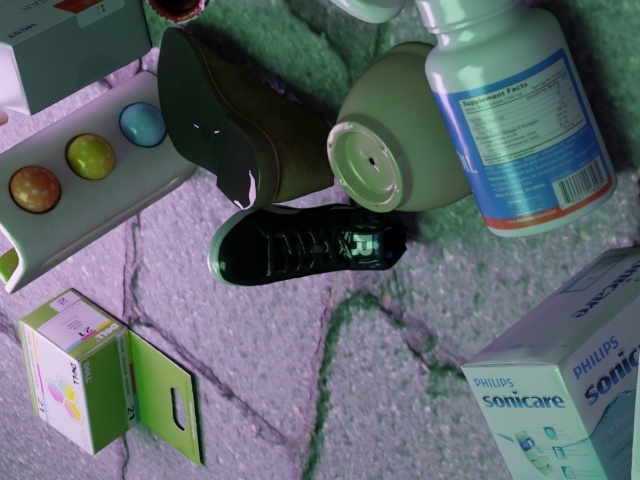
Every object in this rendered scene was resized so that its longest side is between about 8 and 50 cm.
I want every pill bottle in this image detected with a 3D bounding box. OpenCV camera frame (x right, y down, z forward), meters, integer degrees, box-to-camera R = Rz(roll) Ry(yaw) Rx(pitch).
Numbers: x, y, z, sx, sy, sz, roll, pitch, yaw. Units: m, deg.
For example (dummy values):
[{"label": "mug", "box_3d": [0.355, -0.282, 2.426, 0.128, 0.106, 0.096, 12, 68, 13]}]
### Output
[{"label": "pill bottle", "box_3d": [0.164, -0.125, 1.475, 0.124, 0.124, 0.222, -2, 116, 52]}]

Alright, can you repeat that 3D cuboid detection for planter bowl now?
[{"label": "planter bowl", "box_3d": [0.076, -0.092, 1.626, 0.162, 0.109, 0.162, 32, 141, 31]}]

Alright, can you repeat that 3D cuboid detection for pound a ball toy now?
[{"label": "pound a ball toy", "box_3d": [-0.310, -0.093, 1.913, 0.208, 0.319, 0.136, 52, 146, 6]}]

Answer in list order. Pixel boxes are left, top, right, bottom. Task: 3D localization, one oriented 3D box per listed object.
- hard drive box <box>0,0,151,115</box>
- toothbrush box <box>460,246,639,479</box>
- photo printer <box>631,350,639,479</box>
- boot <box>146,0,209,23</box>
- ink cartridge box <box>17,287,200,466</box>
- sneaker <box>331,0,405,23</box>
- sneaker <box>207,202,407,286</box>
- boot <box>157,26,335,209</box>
[{"label": "hard drive box", "box_3d": [-0.339, -0.238, 1.951, 0.232, 0.181, 0.089, 20, 131, 40]}, {"label": "toothbrush box", "box_3d": [0.285, 0.180, 1.504, 0.126, 0.216, 0.296, -6, 115, 53]}, {"label": "photo printer", "box_3d": [0.351, 0.061, 1.233, 0.107, 0.307, 0.256, 26, 134, 35]}, {"label": "boot", "box_3d": [-0.111, -0.333, 1.583, 0.085, 0.179, 0.236, 10, 146, -5]}, {"label": "ink cartridge box", "box_3d": [-0.288, 0.209, 2.349, 0.255, 0.097, 0.189, 31, 139, 33]}, {"label": "sneaker", "box_3d": [0.006, -0.256, 1.612, 0.212, 0.080, 0.094, 46, 152, 31]}, {"label": "sneaker", "box_3d": [0.000, 0.000, 1.718, 0.121, 0.217, 0.079, 5, 104, 44]}, {"label": "boot", "box_3d": [-0.083, -0.130, 1.803, 0.305, 0.115, 0.112, 50, 138, 45]}]
